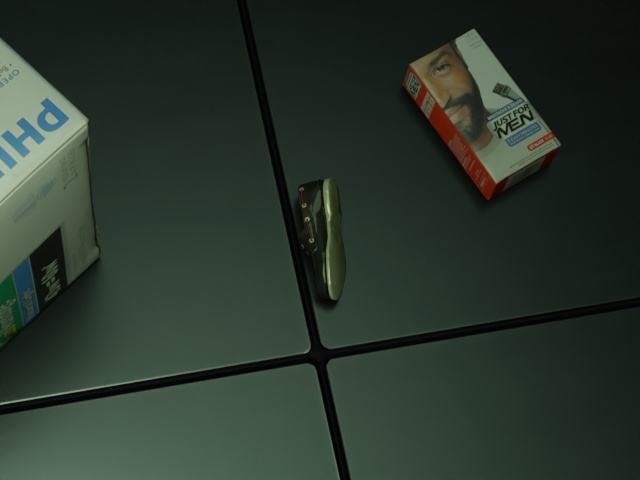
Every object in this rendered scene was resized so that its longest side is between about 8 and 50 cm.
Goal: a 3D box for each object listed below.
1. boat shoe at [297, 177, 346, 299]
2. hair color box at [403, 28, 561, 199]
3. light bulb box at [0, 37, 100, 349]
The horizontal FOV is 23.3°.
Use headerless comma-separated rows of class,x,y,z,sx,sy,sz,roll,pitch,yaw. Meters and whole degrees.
boat shoe,0.001,0.000,1.644,0.042,0.049,0.133,-10,75,18
hair color box,0.177,-0.140,1.715,0.093,0.053,0.167,-31,74,-17
light bulb box,-0.409,-0.087,1.453,0.361,0.358,0.225,42,71,9
